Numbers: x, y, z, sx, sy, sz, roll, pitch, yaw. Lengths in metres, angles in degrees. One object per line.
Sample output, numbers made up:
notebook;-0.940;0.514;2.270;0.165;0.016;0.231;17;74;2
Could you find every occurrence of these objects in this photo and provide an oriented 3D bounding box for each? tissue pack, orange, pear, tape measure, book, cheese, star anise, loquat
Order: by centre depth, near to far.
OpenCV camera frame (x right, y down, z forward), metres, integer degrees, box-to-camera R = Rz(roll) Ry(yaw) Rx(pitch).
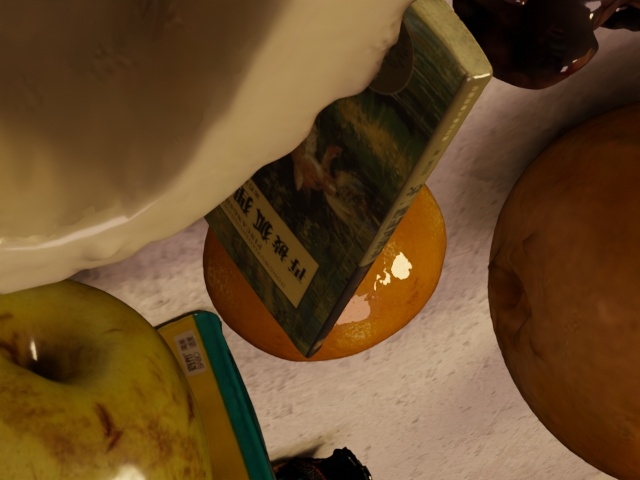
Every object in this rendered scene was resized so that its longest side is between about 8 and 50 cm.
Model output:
cheese;-0.117;-0.115;0.304;0.292;0.153;0.332;-11;149;-31
star anise;0.120;-0.114;0.452;0.272;0.272;0.102;2;103;-46
book;-0.013;-0.060;0.499;0.024;0.160;0.228;-22;156;-32
pear;-0.192;0.161;0.620;0.284;0.283;0.283;-22;155;-11
orange;0.000;0.000;0.654;0.159;0.159;0.136;-22;115;-9
loquat;0.292;0.041;0.805;0.329;0.328;0.328;-22;155;-11
tissue pack;-0.095;0.224;0.837;0.134;0.270;0.192;-20;153;-6
tape measure;-0.045;0.364;1.310;0.202;0.135;0.223;-23;162;-29
